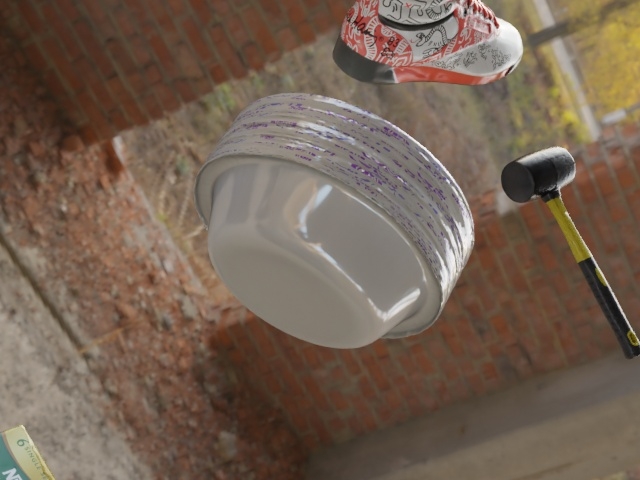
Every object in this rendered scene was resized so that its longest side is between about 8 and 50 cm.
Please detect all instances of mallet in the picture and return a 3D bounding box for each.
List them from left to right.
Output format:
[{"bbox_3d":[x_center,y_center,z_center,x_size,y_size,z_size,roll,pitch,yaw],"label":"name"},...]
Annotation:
[{"bbox_3d":[0.208,0.012,0.861,0.062,0.039,0.190,-11,74,-34],"label":"mallet"}]

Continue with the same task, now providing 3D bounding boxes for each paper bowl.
[{"bbox_3d":[0.000,0.000,1.063,0.284,0.284,0.148,54,54,-36],"label":"paper bowl"}]

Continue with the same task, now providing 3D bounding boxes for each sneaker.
[{"bbox_3d":[0.146,-0.247,1.120,0.270,0.145,0.090,-11,50,-36],"label":"sneaker"}]

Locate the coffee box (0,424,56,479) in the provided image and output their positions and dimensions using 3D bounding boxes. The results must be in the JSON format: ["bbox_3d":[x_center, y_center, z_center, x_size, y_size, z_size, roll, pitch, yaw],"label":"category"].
[{"bbox_3d":[-0.266,0.206,0.726,0.184,0.040,0.113,-14,53,-41],"label":"coffee box"}]
